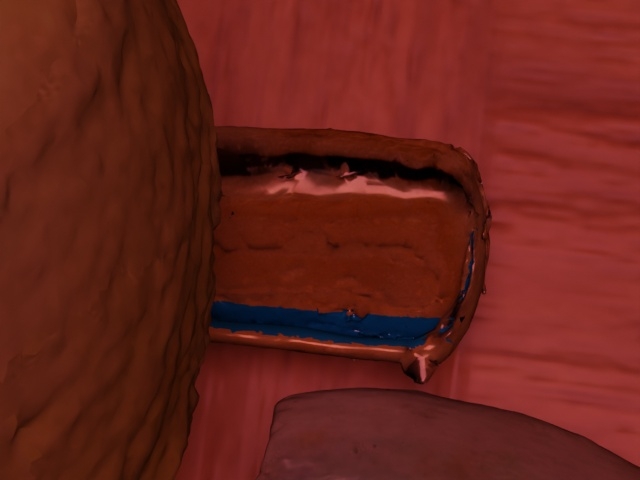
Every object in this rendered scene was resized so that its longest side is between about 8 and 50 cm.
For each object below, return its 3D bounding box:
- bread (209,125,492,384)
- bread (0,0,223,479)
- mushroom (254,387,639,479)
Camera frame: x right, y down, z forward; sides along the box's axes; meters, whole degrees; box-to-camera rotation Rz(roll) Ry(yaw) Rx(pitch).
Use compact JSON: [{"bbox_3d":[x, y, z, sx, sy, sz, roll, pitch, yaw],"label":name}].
[{"bbox_3d":[0.000,0.000,0.596,0.106,0.053,0.072,6,102,5],"label":"bread"},{"bbox_3d":[-0.189,0.000,0.511,0.321,0.237,0.320,1,61,-1],"label":"bread"},{"bbox_3d":[0.084,0.107,0.559,0.223,0.081,0.092,19,61,3],"label":"mushroom"}]
